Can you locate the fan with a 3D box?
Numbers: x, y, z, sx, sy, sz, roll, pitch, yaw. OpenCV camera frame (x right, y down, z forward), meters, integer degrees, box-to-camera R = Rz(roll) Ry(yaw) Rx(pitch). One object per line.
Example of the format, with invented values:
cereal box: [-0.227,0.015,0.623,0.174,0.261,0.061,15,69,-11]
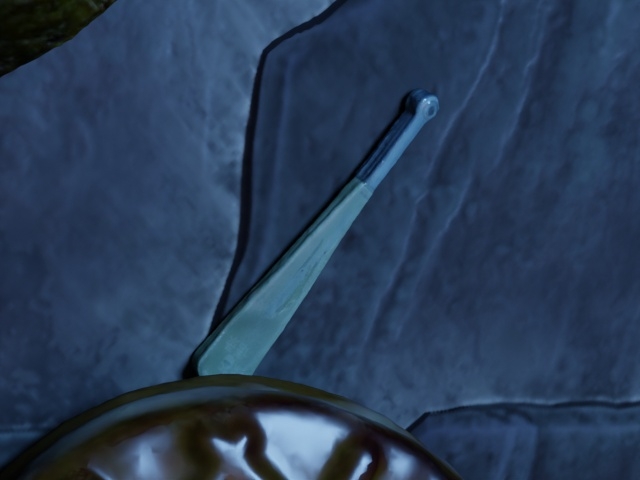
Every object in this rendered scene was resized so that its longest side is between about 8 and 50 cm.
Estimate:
fan: [0.000,0.000,0.988,0.193,0.016,0.038,-52,131,-2]

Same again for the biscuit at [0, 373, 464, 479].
biscuit: [-0.015,0.219,0.958,0.268,0.115,0.366,-48,109,-9]

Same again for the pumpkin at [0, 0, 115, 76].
pumpkin: [-0.171,-0.120,0.753,0.248,0.126,0.131,-45,125,-8]
